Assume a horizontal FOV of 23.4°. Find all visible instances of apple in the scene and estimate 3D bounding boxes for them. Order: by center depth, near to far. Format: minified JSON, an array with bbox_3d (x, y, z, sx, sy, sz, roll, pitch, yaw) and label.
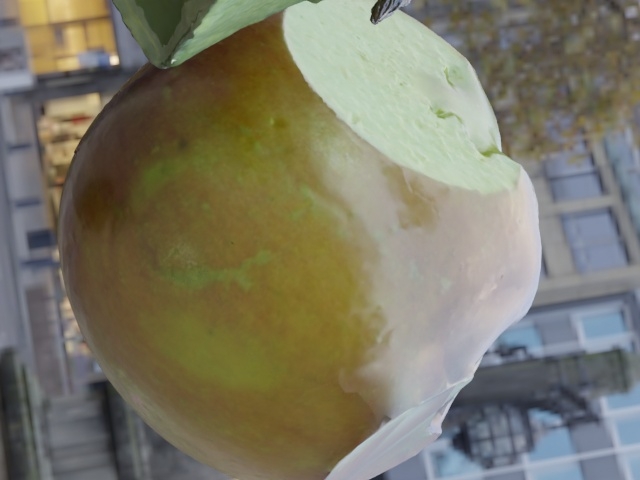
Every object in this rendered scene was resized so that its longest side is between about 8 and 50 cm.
[{"bbox_3d":[0.000,0.000,1.188,0.374,0.384,0.374,44,-27,30],"label":"apple"}]

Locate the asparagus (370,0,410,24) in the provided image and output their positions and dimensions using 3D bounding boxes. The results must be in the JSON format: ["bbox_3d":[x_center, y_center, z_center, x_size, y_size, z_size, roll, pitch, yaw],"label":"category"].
[{"bbox_3d":[0.098,-0.237,1.031,0.022,0.233,0.023,26,-10,41],"label":"asparagus"}]

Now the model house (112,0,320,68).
[{"bbox_3d":[-0.050,-0.251,0.923,0.214,0.189,0.195,56,-38,11],"label":"model house"}]
